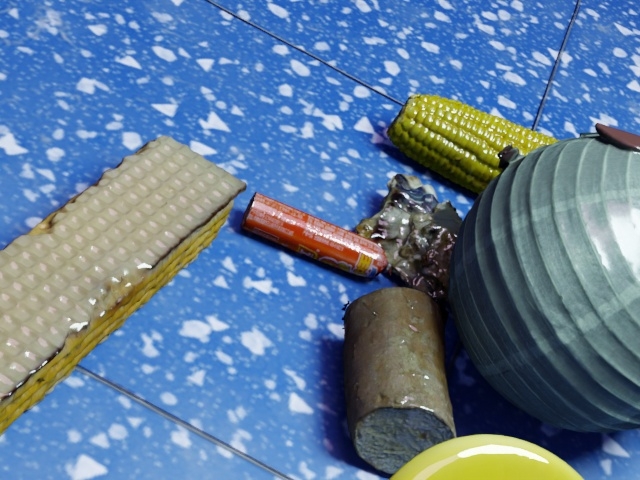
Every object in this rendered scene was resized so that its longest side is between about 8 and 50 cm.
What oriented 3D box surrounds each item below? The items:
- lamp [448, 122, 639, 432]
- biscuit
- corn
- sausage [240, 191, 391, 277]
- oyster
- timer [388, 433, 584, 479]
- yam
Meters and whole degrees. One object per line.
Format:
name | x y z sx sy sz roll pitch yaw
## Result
lamp | 0.222 0.028 1.042 0.265 0.233 0.233 23 32 -44
biscuit | -0.185 0.037 0.947 0.094 0.054 0.378 33 39 8
corn | 0.175 -0.072 1.261 0.231 0.080 0.080 25 39 -3
sausage | 0.000 0.000 1.115 0.129 0.034 0.034 23 39 -7
oyster | 0.103 0.008 1.155 0.148 0.051 0.103 43 47 2
timer | -0.007 0.289 0.543 0.387 0.376 0.376 -9 51 -29
yam | 0.056 0.099 1.001 0.084 0.084 0.127 17 39 -13
